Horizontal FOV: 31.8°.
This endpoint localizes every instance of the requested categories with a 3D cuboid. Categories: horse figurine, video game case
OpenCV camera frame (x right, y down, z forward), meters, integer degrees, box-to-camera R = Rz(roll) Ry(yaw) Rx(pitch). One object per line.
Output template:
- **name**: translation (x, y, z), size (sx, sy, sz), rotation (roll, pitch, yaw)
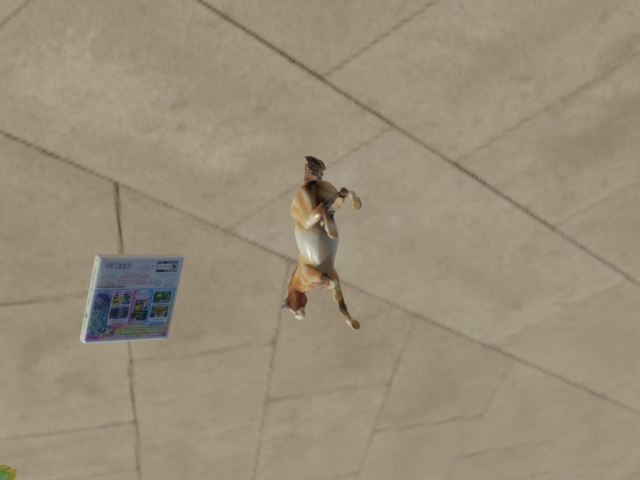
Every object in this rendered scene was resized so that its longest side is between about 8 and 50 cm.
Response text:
- **horse figurine**: translation (0.000, 0.000, 1.501), size (0.066, 0.174, 0.263), rotation (-10, 112, -19)
- **video game case**: translation (-0.295, 0.090, 1.768), size (0.157, 0.019, 0.143), rotation (1, 109, -42)

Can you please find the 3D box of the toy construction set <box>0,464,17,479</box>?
- **toy construction set**: translation (-0.516, 0.333, 1.459), size (0.215, 0.151, 0.327), rotation (23, 166, 11)
